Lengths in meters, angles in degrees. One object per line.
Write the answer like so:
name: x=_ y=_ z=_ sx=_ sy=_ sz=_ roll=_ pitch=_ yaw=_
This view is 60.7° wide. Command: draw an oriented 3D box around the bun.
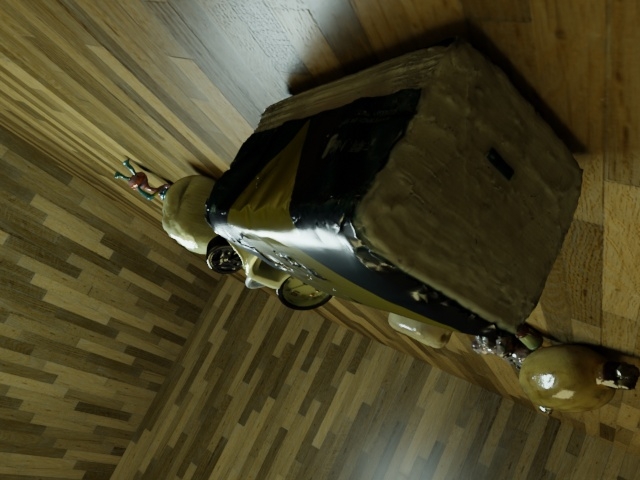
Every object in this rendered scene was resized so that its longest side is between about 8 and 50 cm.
bun: x=-0.345 y=-0.069 z=1.559 sx=0.229 sy=0.229 sz=0.145 roll=31 pitch=145 yaw=-16

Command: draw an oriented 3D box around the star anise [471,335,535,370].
star anise: x=0.531 y=0.309 z=1.574 sx=0.229 sy=0.093 sz=0.236 roll=37 pitch=163 yaw=-35

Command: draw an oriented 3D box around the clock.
clock: x=-0.085 y=0.041 z=1.451 sx=0.379 sy=0.276 sz=0.120 roll=31 pitch=-153 yaw=-33

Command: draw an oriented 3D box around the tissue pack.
tissue pack: x=0.060 y=-0.058 z=0.709 sx=0.264 sy=0.253 sz=0.416 roll=34 pitch=167 yaw=-29

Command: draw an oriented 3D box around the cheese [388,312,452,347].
cheese: x=0.333 y=0.268 z=1.770 sx=0.218 sy=0.117 sz=0.235 roll=30 pitch=171 yaw=-19

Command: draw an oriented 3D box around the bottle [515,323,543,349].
bottle: x=0.532 y=0.241 z=1.417 sx=0.101 sy=0.047 sz=0.063 roll=38 pitch=137 yaw=-23

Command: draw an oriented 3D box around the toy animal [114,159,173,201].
toy animal: x=-0.602 y=-0.193 z=1.886 sx=0.208 sy=0.103 sz=0.100 roll=34 pitch=123 yaw=-15

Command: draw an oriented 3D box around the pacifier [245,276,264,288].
pacifier: x=-0.154 y=0.018 z=1.642 sx=0.226 sy=0.238 sz=0.287 roll=55 pitch=179 yaw=17

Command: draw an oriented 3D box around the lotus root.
lotus root: x=0.621 y=0.333 z=1.327 sx=0.183 sy=0.182 sz=0.310 roll=29 pitch=156 yaw=-8
